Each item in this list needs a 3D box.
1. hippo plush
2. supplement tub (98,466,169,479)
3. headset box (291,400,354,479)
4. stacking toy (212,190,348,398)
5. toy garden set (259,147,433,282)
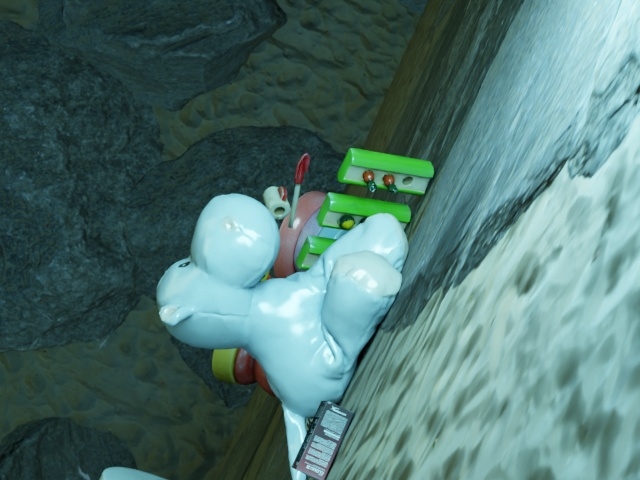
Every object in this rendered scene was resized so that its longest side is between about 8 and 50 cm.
[{"bbox_3d":[-0.059,0.068,1.746,0.234,0.237,0.294,-77,12,-76],"label":"hippo plush"},{"bbox_3d":[-0.247,0.465,1.940,0.228,0.228,0.316,-102,37,-86],"label":"supplement tub"},{"bbox_3d":[0.000,0.204,1.556,0.062,0.032,0.083,128,166,-81],"label":"headset box"},{"bbox_3d":[0.002,0.104,2.238,0.309,0.130,0.279,-63,-24,-8],"label":"stacking toy"},{"bbox_3d":[0.000,0.000,1.845,0.049,0.204,0.244,-110,36,-46],"label":"toy garden set"}]
